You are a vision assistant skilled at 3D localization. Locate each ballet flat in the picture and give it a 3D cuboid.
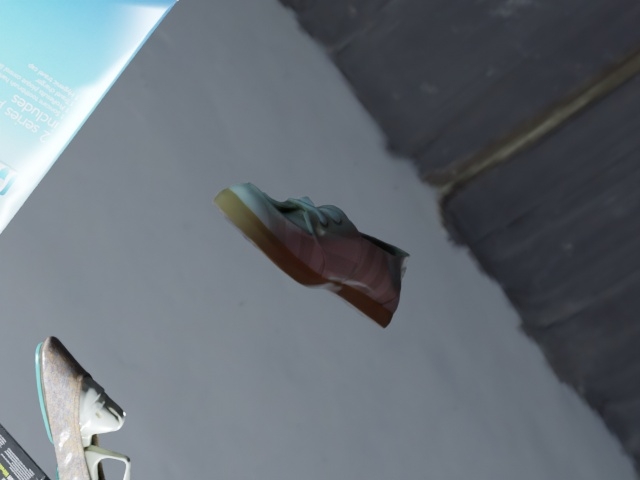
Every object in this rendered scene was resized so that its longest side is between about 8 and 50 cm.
[{"bbox_3d":[-0.317,0.282,1.924,0.107,0.106,0.316,-56,140,-78],"label":"ballet flat"}]

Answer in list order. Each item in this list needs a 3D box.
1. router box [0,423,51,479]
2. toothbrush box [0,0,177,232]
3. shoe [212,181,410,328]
[{"bbox_3d":[-0.249,0.190,1.138,0.122,0.038,0.092,37,-17,36],"label":"router box"},{"bbox_3d":[-0.212,-0.091,0.810,0.126,0.295,0.216,35,17,-18],"label":"toothbrush box"},{"bbox_3d":[0.000,0.000,0.948,0.076,0.058,0.219,38,2,33],"label":"shoe"}]
